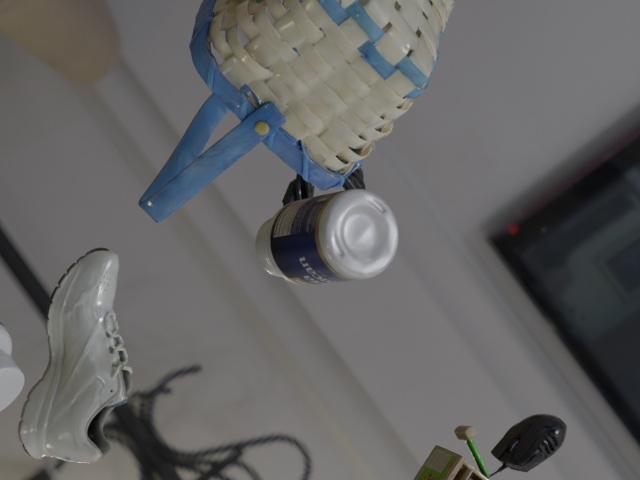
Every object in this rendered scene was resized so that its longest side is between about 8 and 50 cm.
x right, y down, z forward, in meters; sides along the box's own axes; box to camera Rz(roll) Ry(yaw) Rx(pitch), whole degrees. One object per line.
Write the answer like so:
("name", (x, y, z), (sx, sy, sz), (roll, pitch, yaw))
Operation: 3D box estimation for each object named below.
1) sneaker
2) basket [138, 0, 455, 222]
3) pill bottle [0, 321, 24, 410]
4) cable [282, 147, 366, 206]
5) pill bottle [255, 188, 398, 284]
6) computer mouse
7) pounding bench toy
("sneaker", (-0.306, 0.158, 1.839), (0.111, 0.129, 0.297), (8, 94, -72))
("basket", (-0.031, -0.152, 1.231), (0.289, 0.201, 0.255), (-40, -164, 28))
("pill bottle", (-0.425, 0.117, 1.597), (0.108, 0.180, 0.108), (-31, 149, -21))
("cable", (0.009, -0.054, 1.662), (0.047, 0.150, 0.184), (1, 163, 27))
("pill bottle", (0.000, 0.000, 1.460), (0.094, 0.094, 0.169), (-35, -167, -29))
("computer mouse", (0.220, 0.280, 1.728), (0.242, 0.041, 0.071), (-29, -146, -32))
("pounding bench toy", (0.136, 0.222, 1.273), (0.083, 0.065, 0.052), (-55, -160, -11))
